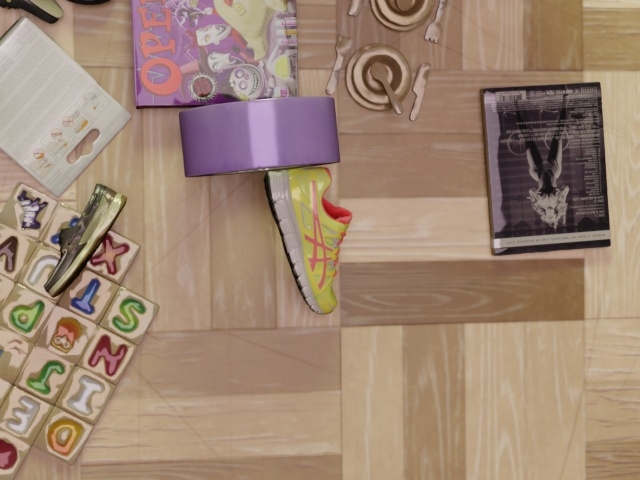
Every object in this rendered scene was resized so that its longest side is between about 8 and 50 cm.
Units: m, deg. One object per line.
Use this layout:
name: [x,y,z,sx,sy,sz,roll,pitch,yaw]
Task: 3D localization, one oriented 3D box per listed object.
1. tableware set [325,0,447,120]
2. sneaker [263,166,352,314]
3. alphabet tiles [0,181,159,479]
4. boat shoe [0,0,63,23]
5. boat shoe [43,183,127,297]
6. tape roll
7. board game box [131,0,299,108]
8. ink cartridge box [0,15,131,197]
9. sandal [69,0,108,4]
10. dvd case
tableware set: [0.092,-0.262,1.542,0.128,0.039,0.194,16,89,-9]
sneaker: [0.000,0.000,1.486,0.094,0.081,0.208,-19,121,-5]
alphabet tiles: [-0.380,0.116,1.491,0.285,0.011,0.342,29,87,-9]
boat shoe: [-0.377,-0.305,1.467,0.133,0.049,0.042,33,114,-15]
boat shoe: [-0.297,-0.001,1.473,0.049,0.056,0.152,34,76,-3]
tape roll: [-0.073,-0.123,1.444,0.189,0.189,0.080,-5,93,-9]
board game box: [-0.134,-0.340,1.503,0.208,0.056,0.346,-2,92,-5]
ink cartridge box: [-0.347,-0.165,1.485,0.145,0.045,0.179,-49,116,-5]
sandal: [-0.333,-0.400,1.463,0.097,0.054,0.254,-31,96,-7]
dvd case: [0.299,-0.095,1.590,0.165,0.018,0.221,-5,91,-10]
